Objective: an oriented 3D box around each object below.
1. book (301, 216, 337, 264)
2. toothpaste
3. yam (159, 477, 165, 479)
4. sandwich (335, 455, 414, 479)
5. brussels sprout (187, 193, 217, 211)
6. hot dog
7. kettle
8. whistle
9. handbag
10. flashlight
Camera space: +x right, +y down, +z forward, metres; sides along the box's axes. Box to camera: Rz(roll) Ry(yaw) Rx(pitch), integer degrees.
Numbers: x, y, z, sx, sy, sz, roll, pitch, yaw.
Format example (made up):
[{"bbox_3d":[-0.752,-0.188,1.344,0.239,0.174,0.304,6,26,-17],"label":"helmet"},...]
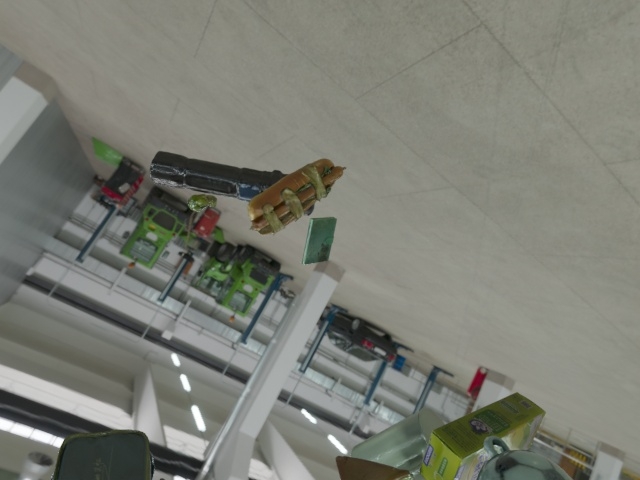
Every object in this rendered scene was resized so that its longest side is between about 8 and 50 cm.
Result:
[{"bbox_3d":[0.000,0.000,1.143,0.103,0.134,0.017,-6,-155,-44],"label":"book"},{"bbox_3d":[0.358,0.430,0.874,0.328,0.110,0.077,-2,-156,-35],"label":"toothpaste"},{"bbox_3d":[-0.278,0.546,0.687,0.046,0.046,0.264,40,-164,-42],"label":"yam"},{"bbox_3d":[0.140,0.665,1.105,0.258,0.096,0.094,-18,119,46],"label":"sandwich"},{"bbox_3d":[-0.315,-0.106,1.093,0.051,0.083,0.046,-21,93,43],"label":"brussels sprout"},{"bbox_3d":[-0.055,-0.105,0.934,0.072,0.270,0.109,43,164,40],"label":"hot dog"},{"bbox_3d":[0.264,0.727,1.356,0.265,0.318,0.205,26,-148,-45],"label":"kettle"},{"bbox_3d":[0.317,0.415,0.573,0.163,0.163,0.289,36,-161,-31],"label":"whistle"},{"bbox_3d":[-0.488,0.589,0.900,0.223,0.241,0.263,8,-142,-24],"label":"handbag"},{"bbox_3d":[-0.218,-0.146,1.033,0.424,0.103,0.103,10,168,-4],"label":"flashlight"}]
